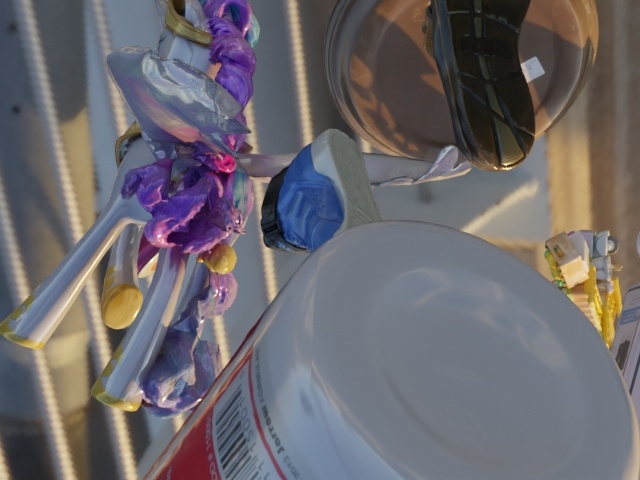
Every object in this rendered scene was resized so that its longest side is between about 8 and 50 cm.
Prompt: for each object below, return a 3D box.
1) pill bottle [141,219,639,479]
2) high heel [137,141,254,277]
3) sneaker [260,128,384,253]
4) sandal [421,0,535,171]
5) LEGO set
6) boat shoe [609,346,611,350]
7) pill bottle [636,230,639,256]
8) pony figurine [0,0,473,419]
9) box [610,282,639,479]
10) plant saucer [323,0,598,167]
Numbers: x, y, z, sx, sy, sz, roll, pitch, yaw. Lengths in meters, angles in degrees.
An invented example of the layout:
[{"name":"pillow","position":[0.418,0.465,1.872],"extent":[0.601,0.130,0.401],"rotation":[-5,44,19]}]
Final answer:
[{"name":"pill bottle","position":[-0.003,0.193,1.075],"extent":[0.229,0.229,0.408],"rotation":[33,131,-4]},{"name":"high heel","position":[-0.181,-0.065,2.019],"extent":[0.117,0.244,0.082],"rotation":[34,149,2]},{"name":"sneaker","position":[0.001,0.000,1.266],"extent":[0.058,0.152,0.084],"rotation":[18,137,-42]},{"name":"sandal","position":[0.115,-0.148,1.304],"extent":[0.090,0.219,0.060],"rotation":[5,159,-29]},{"name":"LEGO set","position":[0.252,0.057,1.851],"extent":[0.107,0.287,0.132],"rotation":[-6,90,18]},{"name":"boat shoe","position":[0.264,0.191,1.969],"extent":[0.123,0.342,0.123],"rotation":[-8,98,69]},{"name":"pill bottle","position":[0.385,0.003,1.804],"extent":[0.065,0.065,0.116],"rotation":[53,153,-19]},{"name":"pony figurine","position":[-0.101,-0.042,1.429],"extent":[0.302,0.363,0.351],"rotation":[21,-179,-37]},{"name":"box","position":[0.289,0.192,1.371],"extent":[0.169,0.290,0.087],"rotation":[16,173,-3]},{"name":"plant saucer","position":[0.142,-0.183,1.717],"extent":[0.277,0.041,0.278],"rotation":[-4,126,-6]}]
